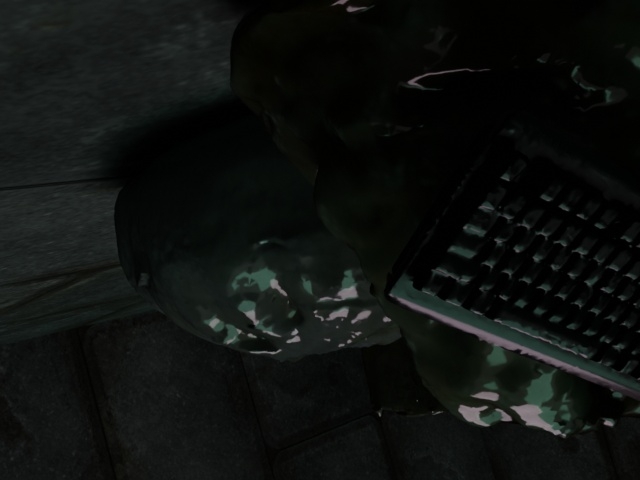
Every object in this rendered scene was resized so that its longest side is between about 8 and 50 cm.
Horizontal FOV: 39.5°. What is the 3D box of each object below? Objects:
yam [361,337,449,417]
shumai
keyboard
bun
[{"bbox_3d":[0.123,0.035,0.991,0.195,0.300,0.195,-9,173,-1],"label":"yam"},{"bbox_3d":[0.129,-0.033,0.434,0.309,0.263,0.304,-15,177,-13],"label":"shumai"},{"bbox_3d":[0.137,0.025,0.374,0.230,0.025,0.093,22,111,-28],"label":"keyboard"},{"bbox_3d":[0.003,0.000,0.753,0.355,0.194,0.354,-12,174,-1],"label":"bun"}]
